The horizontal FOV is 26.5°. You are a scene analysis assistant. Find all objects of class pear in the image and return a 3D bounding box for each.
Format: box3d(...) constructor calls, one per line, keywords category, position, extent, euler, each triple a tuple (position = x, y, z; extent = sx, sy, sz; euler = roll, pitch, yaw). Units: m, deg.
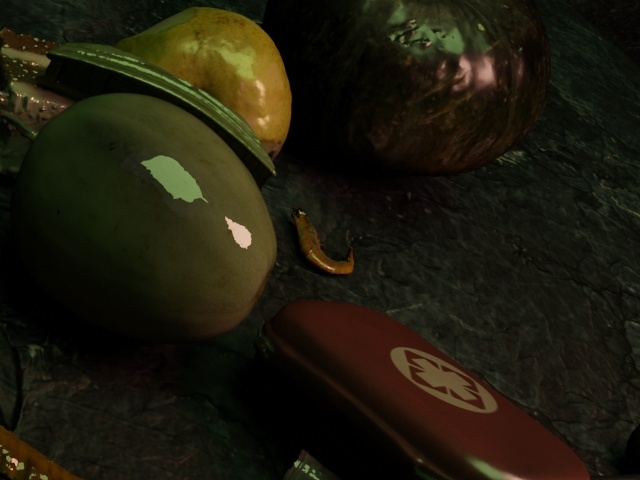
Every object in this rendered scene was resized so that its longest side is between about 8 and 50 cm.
box3d(category="pear", position=(-0.164, -0.175, 1.739), extent=(0.271, 0.271, 0.271), euler=(25, 30, -16))

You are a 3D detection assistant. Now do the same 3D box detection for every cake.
box3d(category="cake", position=(-0.345, -0.155, 1.627), extent=(0.135, 0.135, 0.147), euler=(9, 34, -38))

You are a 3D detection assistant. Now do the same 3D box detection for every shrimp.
box3d(category="shrimp", position=(0.000, 0.000, 1.862), extent=(0.091, 0.025, 0.127), euler=(5, 44, -41))

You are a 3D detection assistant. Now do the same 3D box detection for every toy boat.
box3d(category="toy boat", position=(-0.180, -0.150, 1.571), extent=(0.293, 0.093, 0.055), euler=(27, 56, -13))

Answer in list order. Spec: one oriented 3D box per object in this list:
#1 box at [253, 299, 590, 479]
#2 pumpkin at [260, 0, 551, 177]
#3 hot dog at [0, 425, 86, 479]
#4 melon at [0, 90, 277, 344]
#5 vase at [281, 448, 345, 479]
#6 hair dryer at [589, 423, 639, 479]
box3d(category="box", position=(0.109, 0.196, 1.503), extent=(0.404, 0.108, 0.263), euler=(36, 17, 32))
box3d(category="pumpkin", position=(0.130, -0.281, 2.090), extent=(0.454, 0.344, 0.454), euler=(11, 40, -10))
box3d(category="hot dog", position=(-0.295, 0.201, 1.223), extent=(0.289, 0.068, 0.083), euler=(29, 22, -7))
box3d(category="melon", position=(-0.195, -0.022, 1.469), extent=(0.272, 0.272, 0.308), euler=(-9, 53, -51))
box3d(category="vase", position=(0.056, 0.296, 1.430), extent=(0.214, 0.086, 0.086), euler=(31, 29, 2))
box3d(category="hair dryer", position=(0.383, 0.308, 1.734), extent=(0.352, 0.107, 0.189), euler=(6, 37, -32))
